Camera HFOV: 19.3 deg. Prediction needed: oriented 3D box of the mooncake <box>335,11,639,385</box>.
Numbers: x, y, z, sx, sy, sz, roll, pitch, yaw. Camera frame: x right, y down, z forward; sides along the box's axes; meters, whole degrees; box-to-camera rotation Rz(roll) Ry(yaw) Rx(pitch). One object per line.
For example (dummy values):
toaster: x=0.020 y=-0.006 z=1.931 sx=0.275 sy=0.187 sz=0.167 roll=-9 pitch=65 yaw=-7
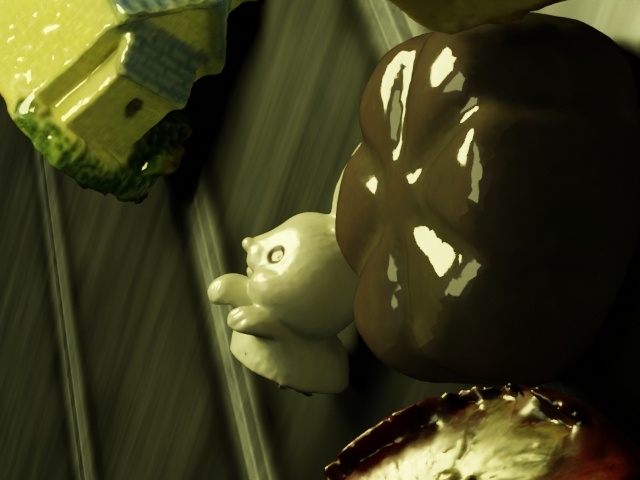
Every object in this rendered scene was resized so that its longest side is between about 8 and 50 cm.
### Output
mooncake: x=0.104 y=-0.027 z=1.187 sx=0.245 sy=0.133 sz=0.244 roll=-177 pitch=90 yaw=-66

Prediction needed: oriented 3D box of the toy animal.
toy animal: x=-0.001 y=0.003 z=1.435 sx=0.103 sy=0.131 sz=0.220 roll=-97 pitch=27 yaw=-69

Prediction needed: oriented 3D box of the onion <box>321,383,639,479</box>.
onion: x=0.095 y=0.225 z=1.028 sx=0.272 sy=0.195 sz=0.272 roll=-28 pitch=39 yaw=26

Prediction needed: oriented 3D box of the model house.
model house: x=-0.189 y=-0.234 z=1.931 sx=0.266 sy=0.261 sz=0.321 roll=-43 pitch=53 yaw=17

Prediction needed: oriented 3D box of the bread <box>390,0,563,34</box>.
bread: x=0.120 y=-0.292 z=1.048 sx=0.279 sy=0.207 sz=0.279 roll=-23 pitch=56 yaw=27
